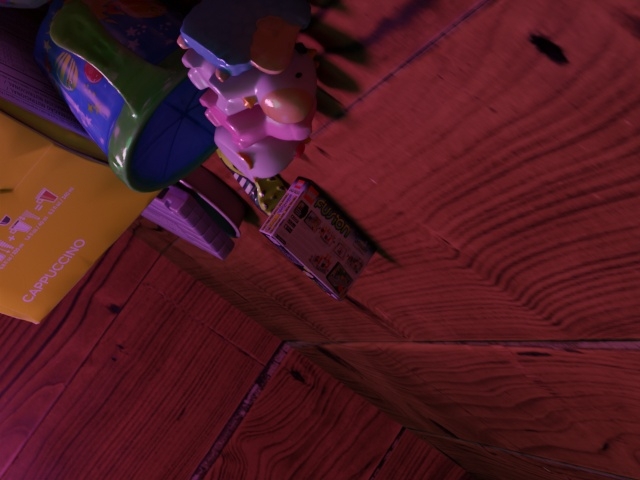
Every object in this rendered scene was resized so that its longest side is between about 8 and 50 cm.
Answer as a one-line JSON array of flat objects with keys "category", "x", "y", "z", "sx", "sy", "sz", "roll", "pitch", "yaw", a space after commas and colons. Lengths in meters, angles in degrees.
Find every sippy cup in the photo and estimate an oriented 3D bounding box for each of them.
[{"category": "sippy cup", "x": -0.238, "y": -0.219, "z": 1.477, "sx": 0.224, "sy": 0.240, "sz": 0.305, "roll": 41, "pitch": 148, "yaw": 16}]

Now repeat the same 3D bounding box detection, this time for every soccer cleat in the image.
[{"category": "soccer cleat", "x": -0.115, "y": -0.109, "z": 1.943, "sx": 0.072, "sy": 0.060, "sz": 0.179, "roll": 35, "pitch": 167, "yaw": 51}]

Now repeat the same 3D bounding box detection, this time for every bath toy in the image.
[{"category": "bath toy", "x": -0.063, "y": -0.174, "z": 1.359, "sx": 0.151, "sy": 0.129, "sz": 0.348, "roll": 43, "pitch": 169, "yaw": 13}]

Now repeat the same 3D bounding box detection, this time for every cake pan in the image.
[{"category": "cake pan", "x": -0.271, "y": -0.110, "z": 2.349, "sx": 0.293, "sy": 0.054, "sz": 0.293, "roll": 33, "pitch": 168, "yaw": 8}]

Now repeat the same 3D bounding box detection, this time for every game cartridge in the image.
[{"category": "game cartridge", "x": -0.352, "y": -0.093, "z": 2.372, "sx": 0.355, "sy": 0.068, "sz": 0.230, "roll": 27, "pitch": 170, "yaw": 32}]

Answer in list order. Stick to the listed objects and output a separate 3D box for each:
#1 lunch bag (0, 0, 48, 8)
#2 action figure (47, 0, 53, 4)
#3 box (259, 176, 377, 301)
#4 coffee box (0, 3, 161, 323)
[{"category": "lunch bag", "x": -0.455, "y": -0.410, "z": 1.416, "sx": 0.262, "sy": 0.160, "sz": 0.223, "roll": 35, "pitch": 169, "yaw": 28}, {"category": "action figure", "x": -0.406, "y": -0.374, "z": 1.741, "sx": 0.038, "sy": 0.030, "sz": 0.115, "roll": 32, "pitch": 171, "yaw": -15}, {"category": "box", "x": 0.000, "y": 0.000, "z": 1.904, "sx": 0.036, "sy": 0.114, "sz": 0.207, "roll": 21, "pitch": 162, "yaw": 49}, {"category": "coffee box", "x": -0.471, "y": -0.139, "z": 1.643, "sx": 0.338, "sy": 0.337, "sz": 0.334, "roll": 25, "pitch": -151, "yaw": -42}]
